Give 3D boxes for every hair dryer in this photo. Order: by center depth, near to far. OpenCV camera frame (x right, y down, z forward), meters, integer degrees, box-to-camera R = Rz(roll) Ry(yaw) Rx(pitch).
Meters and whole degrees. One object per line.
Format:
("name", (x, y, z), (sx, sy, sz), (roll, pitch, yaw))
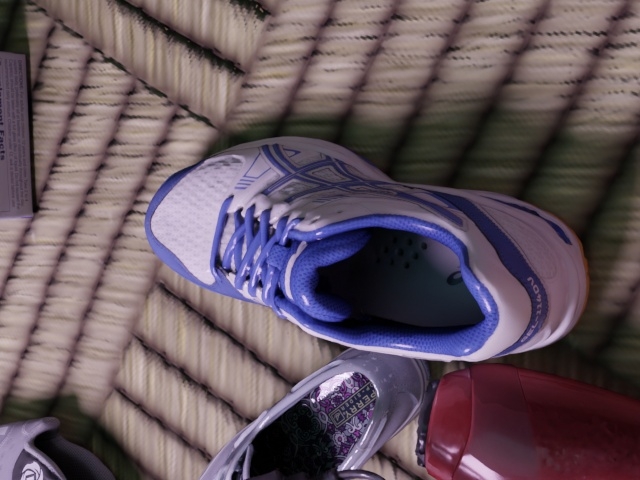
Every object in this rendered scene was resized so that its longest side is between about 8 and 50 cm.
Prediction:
("hair dryer", (0.106, 0.173, 0.564), (0.293, 0.080, 0.224), (-27, 66, -3))

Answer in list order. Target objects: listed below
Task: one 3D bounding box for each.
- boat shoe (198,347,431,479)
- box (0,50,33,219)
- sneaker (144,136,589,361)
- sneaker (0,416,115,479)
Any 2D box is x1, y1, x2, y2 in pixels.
("boat shoe", (-0.027, 0.141, 0.678), (0.227, 0.081, 0.079), (-46, 72, 24))
("box", (-0.282, -0.075, 0.771), (0.072, 0.137, 0.126), (1, 95, 30))
("sneaker", (0.000, 0.000, 0.625), (0.296, 0.131, 0.112), (8, 100, 30))
("sneaker", (-0.196, 0.237, 0.781), (0.132, 0.086, 0.229), (-19, 84, 27))
